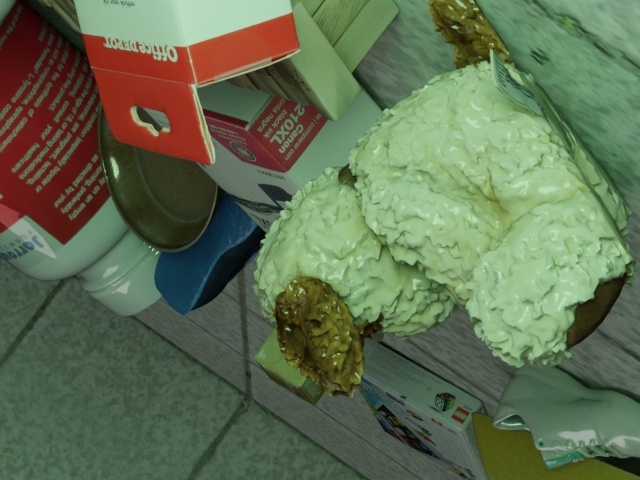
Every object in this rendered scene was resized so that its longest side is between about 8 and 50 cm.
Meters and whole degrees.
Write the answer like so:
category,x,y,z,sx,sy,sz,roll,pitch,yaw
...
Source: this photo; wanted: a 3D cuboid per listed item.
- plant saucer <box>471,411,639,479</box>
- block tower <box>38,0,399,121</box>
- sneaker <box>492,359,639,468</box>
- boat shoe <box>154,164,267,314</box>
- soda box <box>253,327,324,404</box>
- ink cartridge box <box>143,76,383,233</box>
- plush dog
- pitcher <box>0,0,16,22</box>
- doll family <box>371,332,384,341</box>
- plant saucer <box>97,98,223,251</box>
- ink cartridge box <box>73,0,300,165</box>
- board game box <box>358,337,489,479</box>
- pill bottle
category,x,y,z,sx,sy,sz,roll,pitch,yaw
plant saucer,0.353,0.319,1.591,0.332,0.081,0.332,31,172,-34
block tower,-0.092,-0.182,1.041,0.335,0.097,0.091,25,164,44
sneaker,0.263,0.193,1.464,0.212,0.094,0.080,20,159,49
boat shoe,-0.094,-0.030,1.490,0.109,0.089,0.258,53,137,9
soda box,0.013,0.067,1.450,0.061,0.181,0.058,29,165,25
ink cartridge box,-0.014,-0.069,1.217,0.172,0.100,0.237,21,160,50
plush dog,0.055,-0.012,0.923,0.211,0.225,0.262,55,-164,-6
pitcher,-0.299,-0.228,1.128,0.125,0.178,0.207,9,149,0
doll family,0.021,0.060,1.629,0.193,0.076,0.111,37,167,-39
plant saucer,-0.148,-0.089,1.429,0.198,0.036,0.199,18,115,45
ink cartridge box,-0.090,-0.170,0.858,0.134,0.078,0.231,18,125,54
board game box,0.149,0.243,2.020,0.193,0.053,0.305,29,165,24
pill bottle,-0.315,-0.105,1.573,0.407,0.229,0.229,41,166,-24
